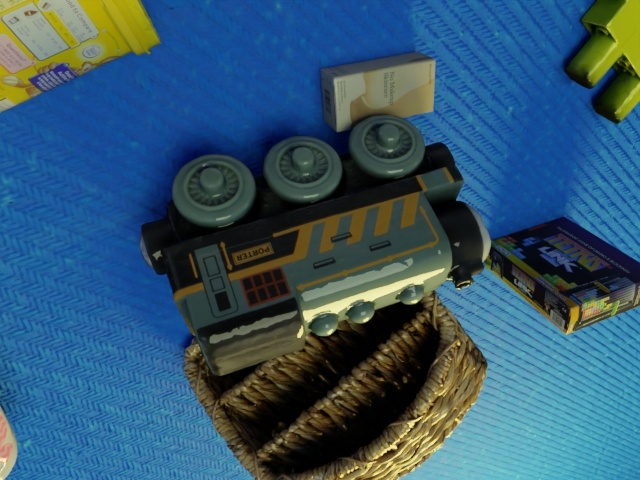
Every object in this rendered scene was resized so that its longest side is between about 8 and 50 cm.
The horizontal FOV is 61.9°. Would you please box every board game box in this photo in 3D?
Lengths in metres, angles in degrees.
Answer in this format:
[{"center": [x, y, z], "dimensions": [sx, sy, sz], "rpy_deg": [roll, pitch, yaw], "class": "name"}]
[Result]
[{"center": [0.336, 0.040, 0.731], "dimensions": [0.141, 0.170, 0.048], "rpy_deg": [-18, 124, -14], "class": "board game box"}]

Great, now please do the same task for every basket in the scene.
[{"center": [0.021, 0.157, 0.637], "dimensions": [0.299, 0.213, 0.223], "rpy_deg": [-39, 128, 3], "class": "basket"}]

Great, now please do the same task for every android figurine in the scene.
[{"center": [0.426, -0.282, 0.642], "dimensions": [0.248, 0.056, 0.272], "rpy_deg": [31, 106, -35], "class": "android figurine"}]

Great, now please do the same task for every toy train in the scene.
[{"center": [0.000, 0.000, 0.527], "dimensions": [0.334, 0.190, 0.142], "rpy_deg": [-16, 154, -13], "class": "toy train"}]

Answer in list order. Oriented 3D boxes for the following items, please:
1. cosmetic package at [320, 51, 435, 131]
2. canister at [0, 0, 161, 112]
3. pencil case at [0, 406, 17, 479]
[{"center": [0.061, -0.158, 0.564], "dimensions": [0.115, 0.041, 0.060], "rpy_deg": [-16, 125, -14], "class": "cosmetic package"}, {"center": [-0.222, -0.164, 0.392], "dimensions": [0.170, 0.073, 0.126], "rpy_deg": [-27, 164, -4], "class": "canister"}, {"center": [-0.393, 0.141, 0.504], "dimensions": [0.124, 0.114, 0.272], "rpy_deg": [-27, 130, -35], "class": "pencil case"}]
